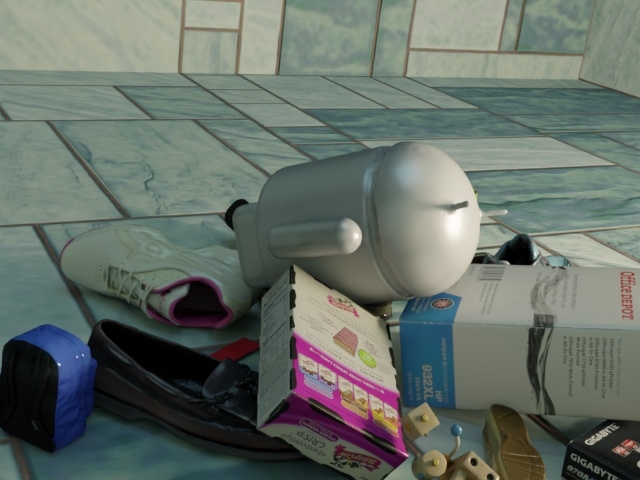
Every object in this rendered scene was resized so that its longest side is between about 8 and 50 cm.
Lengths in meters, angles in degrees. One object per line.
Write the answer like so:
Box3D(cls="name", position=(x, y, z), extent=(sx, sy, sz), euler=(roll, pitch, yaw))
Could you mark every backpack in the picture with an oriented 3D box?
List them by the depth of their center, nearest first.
Box3D(cls="backpack", position=(-0.304, 0.154, 1.015), extent=(0.098, 0.120, 0.101), euler=(14, 22, 20))

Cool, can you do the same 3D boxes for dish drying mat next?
Box3D(cls="dish drying mat", position=(-0.118, 0.152, 1.238), extent=(0.032, 0.008, 0.083), euler=(20, 23, 28))

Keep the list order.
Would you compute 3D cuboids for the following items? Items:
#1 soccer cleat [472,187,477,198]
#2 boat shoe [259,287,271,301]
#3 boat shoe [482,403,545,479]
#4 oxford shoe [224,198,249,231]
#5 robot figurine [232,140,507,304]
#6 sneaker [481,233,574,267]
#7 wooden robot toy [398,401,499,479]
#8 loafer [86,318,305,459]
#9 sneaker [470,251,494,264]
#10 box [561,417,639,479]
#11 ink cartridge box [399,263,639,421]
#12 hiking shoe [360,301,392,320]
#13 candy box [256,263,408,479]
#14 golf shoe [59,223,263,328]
Box3D(cls="soccer cleat", position=(0.256, -0.098, 1.957), extent=(0.178, 0.060, 0.072), euler=(2, 11, -30))
Box3D(cls="boat shoe", position=(-0.054, 0.056, 1.405), extent=(0.095, 0.095, 0.257), euler=(-2, 34, -21))
Box3D(cls="boat shoe", position=(0.217, 0.252, 1.049), extent=(0.056, 0.048, 0.153), euler=(15, 26, -13))
Box3D(cls="oxford shoe", position=(-0.095, 0.004, 1.559), extent=(0.076, 0.076, 0.212), euler=(41, 10, -38))
Box3D(cls="robot figurine", position=(0.056, -0.016, 1.193), extent=(0.353, 0.200, 0.300), euler=(-9, 5, 32))
Box3D(cls="sneaker", position=(0.347, 0.049, 1.493), extent=(0.104, 0.125, 0.261), euler=(25, 27, 38))
Box3D(cls="wooden robot toy", position=(0.138, 0.257, 0.967), extent=(0.173, 0.079, 0.076), euler=(44, 58, 3))
Box3D(cls="loafer", position=(-0.141, 0.171, 1.055), extent=(0.302, 0.095, 0.109), euler=(13, 21, 12))
Box3D(cls="sneaker", position=(0.210, 0.043, 1.546), extent=(0.192, 0.064, 0.086), euler=(-14, 34, -37))
Box3D(cls="box", position=(0.417, 0.262, 1.064), extent=(0.220, 0.051, 0.175), euler=(-13, 29, -42))
Box3D(cls="ink cartridge box", position=(0.277, 0.124, 1.197), extent=(0.307, 0.129, 0.223), euler=(1, 17, 17))
Box3D(cls="hiking shoe", position=(0.047, 0.036, 1.437), extent=(0.086, 0.114, 0.227), euler=(-6, 27, -35))
Box3D(cls="candy box", position=(0.010, 0.150, 1.045), extent=(0.159, 0.071, 0.233), euler=(33, 27, -20))
Box3D(cls="golf shoe", position=(-0.241, 0.055, 1.314), extent=(0.306, 0.115, 0.140), euler=(8, 24, 6))
